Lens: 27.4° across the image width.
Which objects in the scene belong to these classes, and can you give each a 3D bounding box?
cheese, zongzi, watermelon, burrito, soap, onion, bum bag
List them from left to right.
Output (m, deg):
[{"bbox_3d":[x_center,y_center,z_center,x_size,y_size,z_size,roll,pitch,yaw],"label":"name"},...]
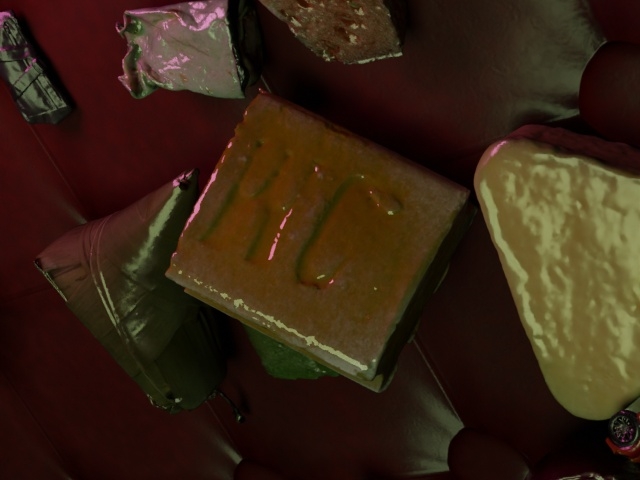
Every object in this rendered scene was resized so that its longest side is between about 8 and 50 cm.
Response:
[{"bbox_3d":[-0.464,-0.267,2.059,0.087,0.049,0.198,-24,107,19],"label":"bum bag"},{"bbox_3d":[-0.185,-0.270,1.830,0.228,0.089,0.144,3,109,33],"label":"burrito"},{"bbox_3d":[-0.201,0.122,2.073,0.418,0.181,0.447,-27,106,44],"label":"zongzi"},{"bbox_3d":[0.000,0.000,1.753,0.335,0.293,0.156,28,172,16],"label":"soap"},{"bbox_3d":[0.015,-0.334,1.624,0.192,0.140,0.257,-14,122,36],"label":"watermelon"},{"bbox_3d":[0.377,0.381,1.838,0.216,0.207,0.206,-40,79,16],"label":"onion"},{"bbox_3d":[0.362,0.057,1.620,0.383,0.104,0.384,13,117,28],"label":"cheese"}]

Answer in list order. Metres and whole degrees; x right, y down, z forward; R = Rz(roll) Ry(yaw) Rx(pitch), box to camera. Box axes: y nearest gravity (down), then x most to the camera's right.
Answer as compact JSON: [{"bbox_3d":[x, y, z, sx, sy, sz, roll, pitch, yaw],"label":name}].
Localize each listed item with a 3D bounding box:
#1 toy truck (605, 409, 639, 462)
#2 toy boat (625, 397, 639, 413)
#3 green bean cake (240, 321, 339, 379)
[{"bbox_3d":[0.463,0.199,1.563,0.253,0.107,0.114,-50,60,34],"label":"toy truck"},{"bbox_3d":[0.517,0.239,1.692,0.293,0.111,0.276,-35,84,52],"label":"toy boat"},{"bbox_3d":[-0.018,0.080,1.946,0.222,0.125,0.248,-13,116,39],"label":"green bean cake"}]
